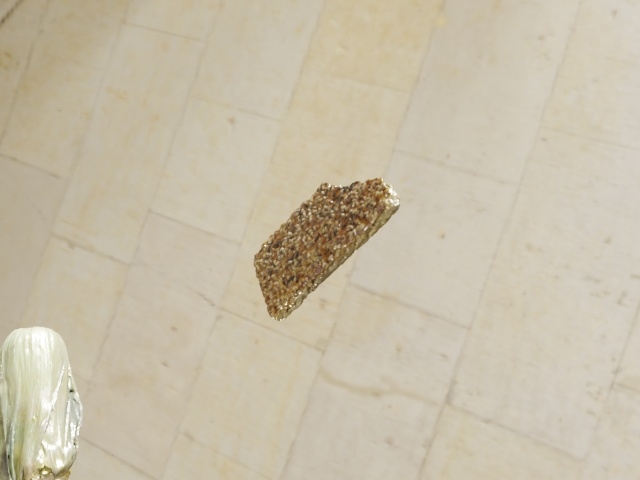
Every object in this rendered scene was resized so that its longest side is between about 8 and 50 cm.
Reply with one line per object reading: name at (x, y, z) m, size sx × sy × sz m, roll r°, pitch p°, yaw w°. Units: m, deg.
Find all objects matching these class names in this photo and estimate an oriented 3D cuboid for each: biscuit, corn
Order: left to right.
corn at (-0.486, 0.288, 1.662) m, size 0.122 × 0.305 × 0.123 m, roll -39°, pitch -40°, yaw 28°
biscuit at (0.000, -0.011, 1.267) m, size 0.026 × 0.131 × 0.237 m, roll 27°, pitch -62°, yaw -38°
